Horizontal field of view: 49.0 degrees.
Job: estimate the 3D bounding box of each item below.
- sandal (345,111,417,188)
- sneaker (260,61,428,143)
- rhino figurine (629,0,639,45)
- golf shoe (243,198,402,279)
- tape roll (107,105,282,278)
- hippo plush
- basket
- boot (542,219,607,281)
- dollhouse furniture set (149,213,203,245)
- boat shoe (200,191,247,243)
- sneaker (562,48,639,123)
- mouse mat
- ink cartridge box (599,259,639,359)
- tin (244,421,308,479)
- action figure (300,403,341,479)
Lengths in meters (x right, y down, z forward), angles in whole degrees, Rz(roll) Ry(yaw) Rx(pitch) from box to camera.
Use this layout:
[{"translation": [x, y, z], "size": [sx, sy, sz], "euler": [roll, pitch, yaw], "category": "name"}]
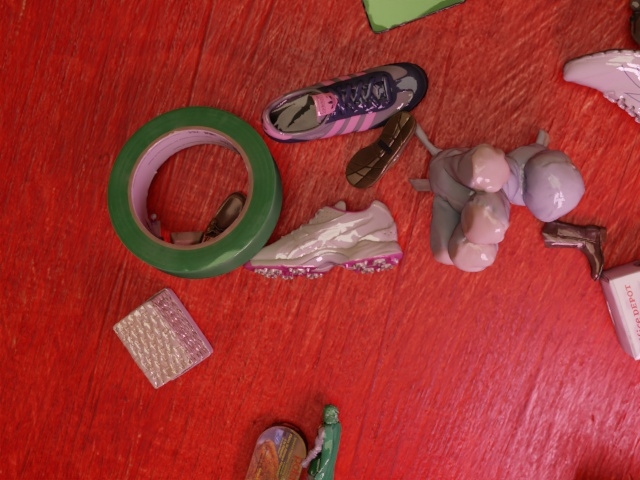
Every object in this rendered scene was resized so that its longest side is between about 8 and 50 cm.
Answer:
[{"translation": [0.120, -0.164, 1.318], "size": [0.180, 0.049, 0.072], "euler": [-48, 64, 23], "category": "sandal"}, {"translation": [0.042, -0.247, 1.282], "size": [0.319, 0.131, 0.112], "euler": [-18, 93, 10], "category": "sneaker"}, {"translation": [0.652, -0.371, 1.205], "size": [0.243, 0.073, 0.106], "euler": [10, 94, 6], "category": "rhino figurine"}, {"translation": [0.000, 0.000, 1.340], "size": [0.306, 0.115, 0.140], "euler": [-6, 78, 8], "category": "golf shoe"}, {"translation": [-0.234, -0.090, 1.319], "size": [0.321, 0.077, 0.321], "euler": [-2, 77, 7], "category": "tape roll"}, {"translation": [0.318, -0.073, 1.236], "size": [0.237, 0.294, 0.234], "euler": [-3, 108, -16], "category": "hippo plush"}, {"translation": [-0.314, 0.196, 1.399], "size": [0.113, 0.103, 0.167], "euler": [-35, 91, 12], "category": "basket"}, {"translation": [0.461, 0.017, 1.294], "size": [0.114, 0.037, 0.106], "euler": [7, 84, 5], "category": "boot"}, {"translation": [-0.297, -0.010, 1.423], "size": [0.114, 0.091, 0.081], "euler": [-4, 53, -12], "category": "dollhouse furniture set"}, {"translation": [-0.195, -0.012, 1.380], "size": [0.064, 0.060, 0.178], "euler": [29, 99, 5], "category": "boat shoe"}, {"translation": [0.567, -0.258, 1.216], "size": [0.297, 0.111, 0.129], "euler": [12, 104, 8], "category": "sneaker"}, {"translation": [0.163, -0.484, 1.302], "size": [0.190, 0.007, 0.152], "euler": [-17, 93, 11], "category": "mouse mat"}, {"translation": [0.631, 0.102, 1.250], "size": [0.218, 0.092, 0.158], "euler": [-19, 93, 12], "category": "ink cartridge box"}, {"translation": [-0.089, 0.461, 1.428], "size": [0.106, 0.040, 0.189], "euler": [20, 99, 10], "category": "tin"}, {"translation": [0.000, 0.435, 1.382], "size": [0.064, 0.137, 0.232], "euler": [13, 90, 20], "category": "action figure"}]
